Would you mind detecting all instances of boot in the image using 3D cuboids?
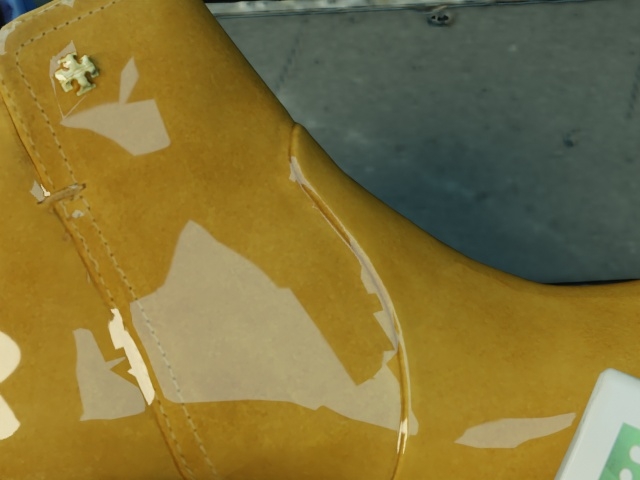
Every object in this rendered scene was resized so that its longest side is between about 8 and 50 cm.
[{"bbox_3d":[-0.001,0.000,0.489,0.295,0.104,0.211,-24,93,-9],"label":"boot"}]

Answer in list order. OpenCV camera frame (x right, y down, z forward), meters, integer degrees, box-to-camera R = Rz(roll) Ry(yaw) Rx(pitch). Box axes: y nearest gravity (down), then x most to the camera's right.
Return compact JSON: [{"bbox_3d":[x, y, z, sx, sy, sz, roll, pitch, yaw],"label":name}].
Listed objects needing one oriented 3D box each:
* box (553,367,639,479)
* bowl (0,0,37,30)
[{"bbox_3d":[0.173,0.202,0.367,0.322,0.058,0.232,24,80,17],"label":"box"},{"bbox_3d":[-0.289,-0.027,0.584,0.391,0.077,0.391,0,54,0],"label":"bowl"}]
